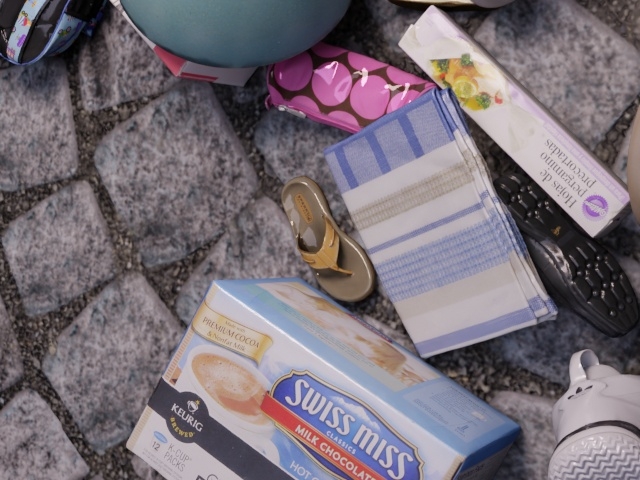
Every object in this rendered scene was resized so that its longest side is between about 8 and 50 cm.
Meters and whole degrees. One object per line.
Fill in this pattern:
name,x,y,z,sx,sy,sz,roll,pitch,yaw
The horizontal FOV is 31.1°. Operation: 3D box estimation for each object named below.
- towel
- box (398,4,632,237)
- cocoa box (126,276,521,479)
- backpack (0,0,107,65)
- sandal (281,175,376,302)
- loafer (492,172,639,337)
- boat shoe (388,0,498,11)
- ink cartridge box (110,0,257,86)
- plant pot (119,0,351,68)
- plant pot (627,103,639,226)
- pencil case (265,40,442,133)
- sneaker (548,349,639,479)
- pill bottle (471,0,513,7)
towel,0.131,-0.012,1.305,0.209,0.034,0.285,-26,91,45
box,0.221,-0.136,1.301,0.324,0.067,0.063,47,109,17
cocoa box,0.008,0.221,1.311,0.347,0.231,0.228,33,103,21
backpack,-0.375,-0.322,1.554,0.158,0.117,0.173,33,103,21
sandal,0.000,0.000,1.415,0.072,0.049,0.180,-36,76,21
loafer,0.264,0.021,1.283,0.223,0.076,0.078,48,152,13
boat shoe,0.146,-0.294,1.348,0.135,0.050,0.045,5,89,15
ink cartridge box,-0.176,-0.302,1.436,0.218,0.158,0.092,47,112,17
plant pot,-0.095,-0.366,1.268,0.290,0.195,0.290,1,66,-2
plant pot,0.460,-0.069,1.084,0.280,0.323,0.323,12,96,42
pencil case,0.038,-0.171,1.375,0.209,0.095,0.098,21,68,24
sneaker,0.358,0.280,1.206,0.137,0.210,0.366,-29,113,23
pill bottle,0.136,-0.390,1.284,0.265,0.153,0.153,46,108,28
